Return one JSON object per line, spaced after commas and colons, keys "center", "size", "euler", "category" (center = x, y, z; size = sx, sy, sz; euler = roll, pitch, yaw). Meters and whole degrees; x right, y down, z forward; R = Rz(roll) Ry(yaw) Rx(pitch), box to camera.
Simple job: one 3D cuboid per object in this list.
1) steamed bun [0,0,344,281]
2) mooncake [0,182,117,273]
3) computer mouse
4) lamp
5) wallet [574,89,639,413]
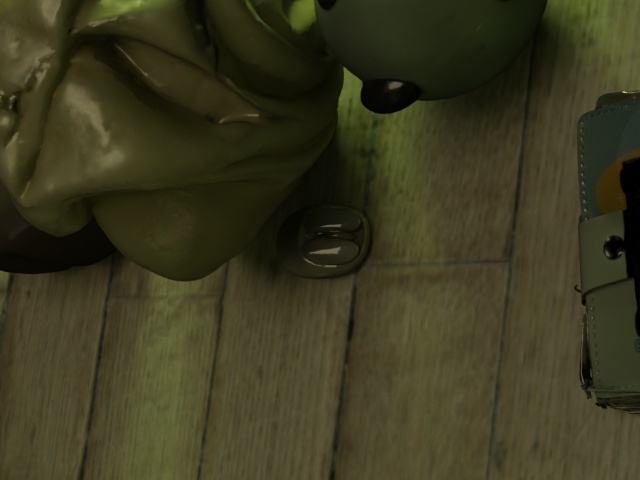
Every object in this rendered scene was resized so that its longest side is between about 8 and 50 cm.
{"center": [-0.121, -0.157, 1.534], "size": [0.255, 0.342, 0.367], "euler": [-20, 82, 38], "category": "steamed bun"}
{"center": [-0.279, -0.080, 1.815], "size": [0.245, 0.133, 0.245], "euler": [-16, 67, 43], "category": "mooncake"}
{"center": [-0.002, 0.000, 1.572], "size": [0.096, 0.039, 0.066], "euler": [-6, 75, 45], "category": "computer mouse"}
{"center": [0.082, -0.226, 1.456], "size": [0.198, 0.198, 0.244], "euler": [-46, 41, 27], "category": "lamp"}
{"center": [0.252, 0.005, 1.286], "size": [0.170, 0.069, 0.231], "euler": [-6, 75, 40], "category": "wallet"}
